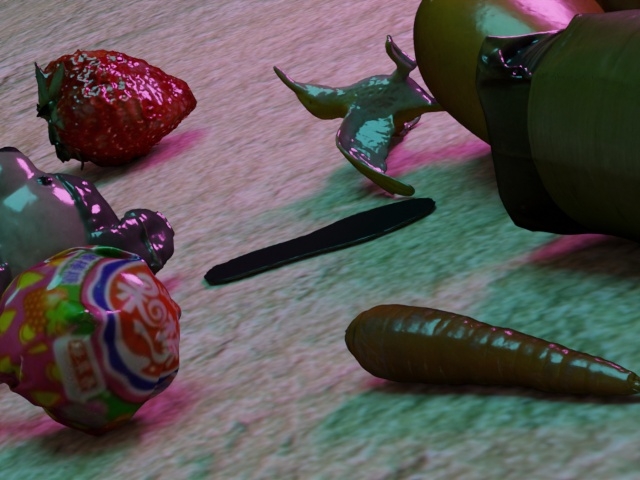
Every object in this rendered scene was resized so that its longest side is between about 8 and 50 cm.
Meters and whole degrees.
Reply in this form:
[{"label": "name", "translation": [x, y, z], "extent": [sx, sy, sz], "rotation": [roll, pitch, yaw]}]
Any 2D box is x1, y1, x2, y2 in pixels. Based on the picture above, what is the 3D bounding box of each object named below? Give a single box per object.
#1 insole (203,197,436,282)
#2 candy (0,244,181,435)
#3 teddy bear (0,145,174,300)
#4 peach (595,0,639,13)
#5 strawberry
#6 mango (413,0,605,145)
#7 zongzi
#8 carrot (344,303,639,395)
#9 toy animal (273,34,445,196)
[{"label": "insole", "translation": [0.000, 0.000, 1.510], "extent": [0.188, 0.004, 0.064], "rotation": [-18, 17, -3]}, {"label": "candy", "translation": [-0.255, 0.093, 1.327], "extent": [0.365, 0.124, 0.124], "rotation": [-17, 16, 27]}, {"label": "teddy bear", "translation": [-0.254, 0.014, 1.490], "extent": [0.251, 0.144, 0.171], "rotation": [-29, 7, -41]}, {"label": "peach", "translation": [0.327, -0.239, 1.645], "extent": [0.214, 0.214, 0.235], "rotation": [-27, 38, -29]}, {"label": "strawberry", "translation": [-0.202, -0.135, 1.919], "extent": [0.148, 0.131, 0.131], "rotation": [-26, 18, -2]}, {"label": "mango", "translation": [0.157, -0.137, 1.515], "extent": [0.175, 0.139, 0.254], "rotation": [20, 17, -13]}, {"label": "zongzi", "translation": [0.303, -0.089, 1.287], "extent": [0.317, 0.154, 0.289], "rotation": [-22, 25, -35]}, {"label": "carrot", "translation": [0.102, 0.069, 1.153], "extent": [0.216, 0.048, 0.048], "rotation": [7, 29, 42]}, {"label": "toy animal", "translation": [0.044, -0.127, 1.644], "extent": [0.095, 0.155, 0.219], "rotation": [-52, 1, 18]}]
